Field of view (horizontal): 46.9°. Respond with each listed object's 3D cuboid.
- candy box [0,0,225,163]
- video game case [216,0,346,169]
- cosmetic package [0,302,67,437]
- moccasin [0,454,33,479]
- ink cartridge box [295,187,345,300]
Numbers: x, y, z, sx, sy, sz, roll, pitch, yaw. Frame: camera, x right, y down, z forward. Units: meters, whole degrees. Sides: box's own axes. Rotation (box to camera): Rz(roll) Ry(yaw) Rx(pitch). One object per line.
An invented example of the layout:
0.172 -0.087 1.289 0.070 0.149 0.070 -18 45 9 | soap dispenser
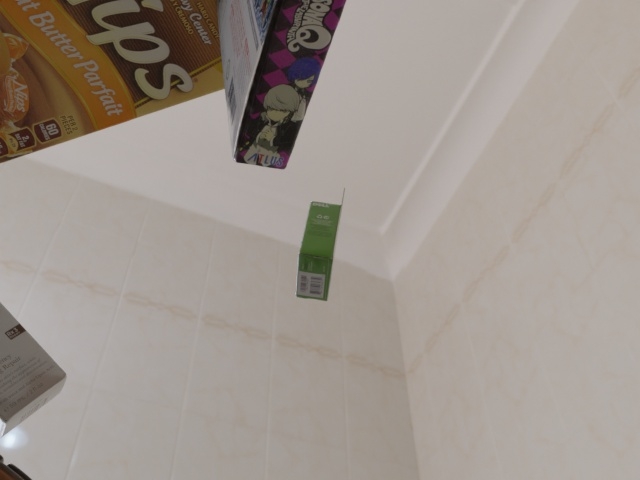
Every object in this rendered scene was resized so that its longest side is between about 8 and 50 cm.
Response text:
-0.216 -0.199 0.678 0.317 0.087 0.182 -19 -68 -1 | candy box
-0.024 -0.198 0.492 0.042 0.232 0.210 8 -52 -18 | video game case
-0.508 0.170 1.114 0.231 0.117 0.085 45 -43 5 | cosmetic package
-0.413 0.234 0.670 0.380 0.147 0.139 32 -53 -10 | moccasin
0.000 0.000 1.365 0.062 0.209 0.109 8 -48 2 | ink cartridge box
